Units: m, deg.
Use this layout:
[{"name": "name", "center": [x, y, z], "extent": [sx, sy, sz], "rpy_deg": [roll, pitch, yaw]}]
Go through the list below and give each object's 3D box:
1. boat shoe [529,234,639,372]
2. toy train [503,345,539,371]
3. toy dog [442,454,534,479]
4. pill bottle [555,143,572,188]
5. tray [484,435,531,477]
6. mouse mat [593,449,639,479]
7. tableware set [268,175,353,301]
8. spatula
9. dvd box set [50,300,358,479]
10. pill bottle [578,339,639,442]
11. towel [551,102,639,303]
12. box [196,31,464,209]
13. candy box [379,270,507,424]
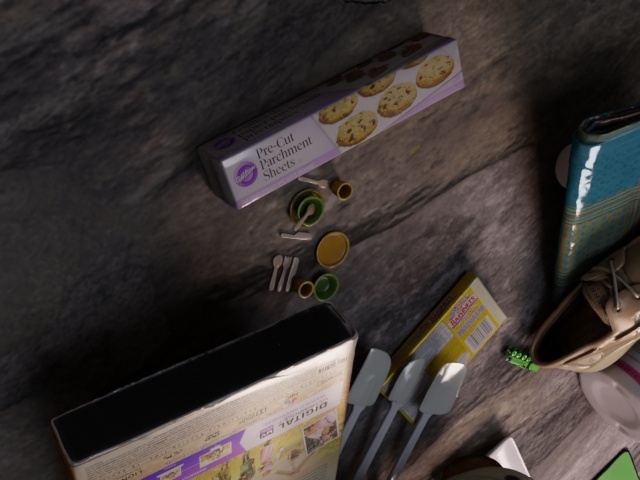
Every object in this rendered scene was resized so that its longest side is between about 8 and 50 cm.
[{"name": "boat shoe", "center": [0.422, 0.080, 1.327], "extent": [0.110, 0.121, 0.341], "rpy_deg": [0, 139, -34]}, {"name": "toy train", "center": [0.302, 0.179, 1.429], "extent": [0.083, 0.017, 0.023], "rpy_deg": [23, 106, -38]}, {"name": "toy dog", "center": [0.159, 0.478, 1.276], "extent": [0.408, 0.284, 0.395], "rpy_deg": [-38, 147, -8]}, {"name": "pill bottle", "center": [0.408, -0.094, 1.340], "extent": [0.160, 0.087, 0.087], "rpy_deg": [6, 106, -36]}, {"name": "tray", "center": [0.281, 0.430, 1.512], "extent": [0.145, 0.030, 0.270], "rpy_deg": [-38, 126, -14]}, {"name": "mouse mat", "center": [0.498, 0.474, 1.693], "extent": [0.190, 0.007, 0.152], "rpy_deg": [-39, 126, -14]}, {"name": "tableware set", "center": [0.000, 0.000, 1.144], "extent": [0.104, 0.024, 0.154], "rpy_deg": [7, 105, -36]}, {"name": "spatula", "center": [0.089, 0.258, 1.290], "extent": [0.168, 0.019, 0.242], "rpy_deg": [11, 111, -34]}, {"name": "dvd box set", "center": [-0.116, 0.270, 1.055], "extent": [0.308, 0.062, 0.420], "rpy_deg": [-22, 142, -23]}, {"name": "pill bottle", "center": [0.563, 0.174, 1.510], "extent": [0.283, 0.160, 0.160], "rpy_deg": [-37, 126, -16]}, {"name": "towel", "center": [0.445, -0.067, 1.293], "extent": [0.272, 0.040, 0.370], "rpy_deg": [-20, 144, -8]}, {"name": "box", "center": [0.019, -0.140, 1.072], "extent": [0.324, 0.063, 0.067], "rpy_deg": [-29, 122, -21]}, {"name": "candy box", "center": [0.165, 0.150, 1.316], "extent": [0.206, 0.027, 0.105], "rpy_deg": [-47, 126, -8]}]
